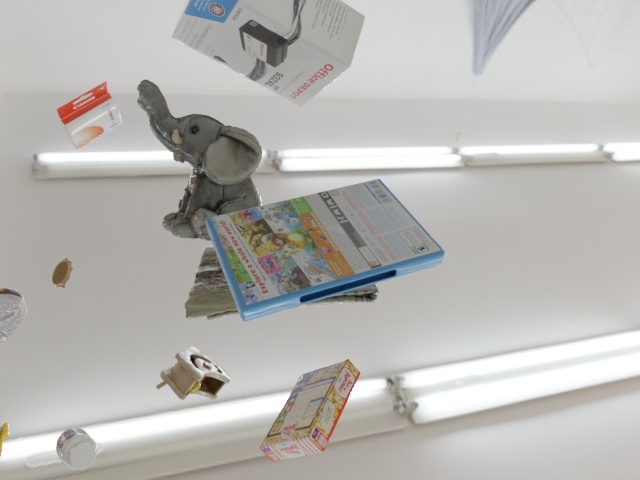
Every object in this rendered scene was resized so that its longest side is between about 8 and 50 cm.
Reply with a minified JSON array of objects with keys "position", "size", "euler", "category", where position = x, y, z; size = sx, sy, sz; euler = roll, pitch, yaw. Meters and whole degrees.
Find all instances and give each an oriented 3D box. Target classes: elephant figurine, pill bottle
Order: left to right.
[{"position":[-0.488,0.420,1.087],"size":[0.067,0.067,0.120],"euler":[-17,-177,-34],"category":"pill bottle"},{"position":[-0.173,-0.126,0.872],"size":[0.170,0.239,0.186],"euler":[8,-169,24],"category":"elephant figurine"}]

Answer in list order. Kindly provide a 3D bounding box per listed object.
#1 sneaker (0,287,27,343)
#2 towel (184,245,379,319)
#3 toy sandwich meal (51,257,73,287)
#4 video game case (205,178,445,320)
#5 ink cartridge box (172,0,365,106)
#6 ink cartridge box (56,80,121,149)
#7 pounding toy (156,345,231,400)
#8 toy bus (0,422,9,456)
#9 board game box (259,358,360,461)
[{"position":[-0.705,0.139,1.000],"size":[0.321,0.124,0.180],"euler":[-27,-130,-4],"category":"sneaker"},{"position":[-0.073,0.063,0.994],"size":[0.324,0.056,0.312],"euler":[-5,-161,-3],"category":"towel"},{"position":[-0.688,0.089,1.454],"size":[0.085,0.085,0.029],"euler":[42,-174,39],"category":"toy sandwich meal"},{"position":[0.000,0.000,0.448],"size":[0.166,0.015,0.119],"euler":[-14,-139,-16],"category":"video game case"},{"position":[-0.104,-0.418,1.063],"size":[0.308,0.223,0.129],"euler":[23,-108,-24],"category":"ink cartridge box"},{"position":[-0.594,-0.322,1.405],"size":[0.145,0.179,0.045],"euler":[-39,-89,-21],"category":"ink cartridge box"},{"position":[-0.362,0.405,1.519],"size":[0.154,0.155,0.269],"euler":[39,178,4],"category":"pounding toy"},{"position":[-0.708,0.447,1.009],"size":[0.220,0.149,0.211],"euler":[24,-148,-54],"category":"toy bus"},{"position":[-0.018,0.329,1.056],"size":[0.045,0.147,0.193],"euler":[50,-138,-13],"category":"board game box"}]
